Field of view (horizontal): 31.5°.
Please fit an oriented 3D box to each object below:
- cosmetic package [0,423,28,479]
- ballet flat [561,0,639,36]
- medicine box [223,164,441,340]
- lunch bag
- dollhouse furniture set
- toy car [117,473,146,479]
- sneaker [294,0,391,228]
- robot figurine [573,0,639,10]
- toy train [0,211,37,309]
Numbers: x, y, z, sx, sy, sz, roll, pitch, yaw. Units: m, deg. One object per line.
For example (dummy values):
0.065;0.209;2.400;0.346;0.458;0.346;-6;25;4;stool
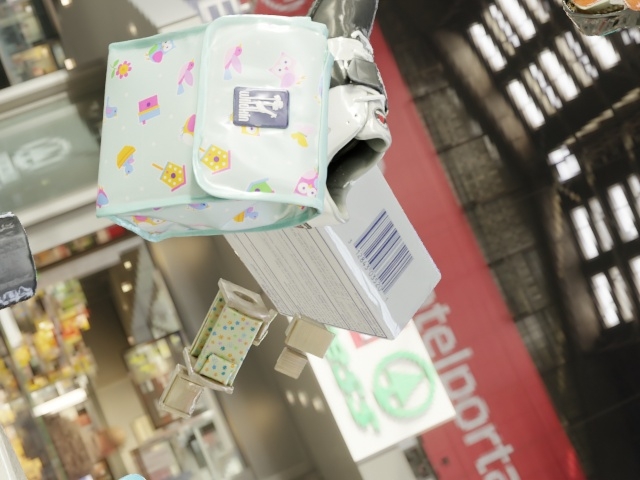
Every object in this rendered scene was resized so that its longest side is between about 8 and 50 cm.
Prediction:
-0.345;0.317;1.181;0.309;0.113;0.160;44;-26;53;cosmetic package
0.427;-0.341;1.575;0.096;0.095;0.280;34;-14;-18;ballet flat
0.000;0.000;1.804;0.289;0.149;0.263;9;-39;48;medicine box
-0.108;-0.124;1.267;0.160;0.262;0.223;28;61;-57;lunch bag
-0.089;0.171;1.429;0.181;0.161;0.101;-63;-163;8;dollhouse furniture set
-0.113;0.336;1.044;0.219;0.210;0.238;42;13;15;toy car
0.036;-0.166;1.361;0.146;0.330;0.122;14;-7;32;sneaker
0.313;-0.288;1.004;0.128;0.219;0.158;33;33;-56;robot figurine
-0.453;0.051;1.149;0.190;0.334;0.142;-5;-80;37;toy train
